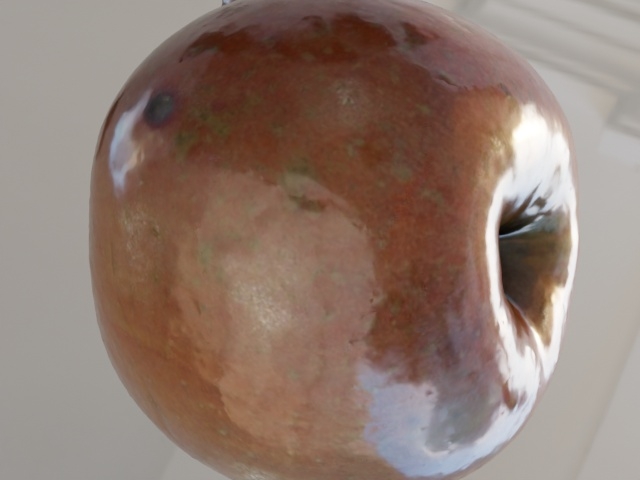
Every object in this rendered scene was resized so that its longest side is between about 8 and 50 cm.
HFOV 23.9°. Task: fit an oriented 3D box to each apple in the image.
[{"bbox_3d":[0.000,0.000,0.728,0.253,0.253,0.253,3,-131,-3],"label":"apple"}]

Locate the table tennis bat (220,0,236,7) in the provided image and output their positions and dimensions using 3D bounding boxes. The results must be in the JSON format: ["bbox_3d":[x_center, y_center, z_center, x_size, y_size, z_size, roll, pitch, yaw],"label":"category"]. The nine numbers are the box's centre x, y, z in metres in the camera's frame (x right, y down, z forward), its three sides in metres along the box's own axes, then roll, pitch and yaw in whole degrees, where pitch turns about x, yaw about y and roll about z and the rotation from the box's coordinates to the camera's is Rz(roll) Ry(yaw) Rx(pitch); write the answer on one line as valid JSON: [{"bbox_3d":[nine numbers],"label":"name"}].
[{"bbox_3d":[0.072,-0.135,1.412,0.415,0.051,0.268,22,-134,-41],"label":"table tennis bat"}]
